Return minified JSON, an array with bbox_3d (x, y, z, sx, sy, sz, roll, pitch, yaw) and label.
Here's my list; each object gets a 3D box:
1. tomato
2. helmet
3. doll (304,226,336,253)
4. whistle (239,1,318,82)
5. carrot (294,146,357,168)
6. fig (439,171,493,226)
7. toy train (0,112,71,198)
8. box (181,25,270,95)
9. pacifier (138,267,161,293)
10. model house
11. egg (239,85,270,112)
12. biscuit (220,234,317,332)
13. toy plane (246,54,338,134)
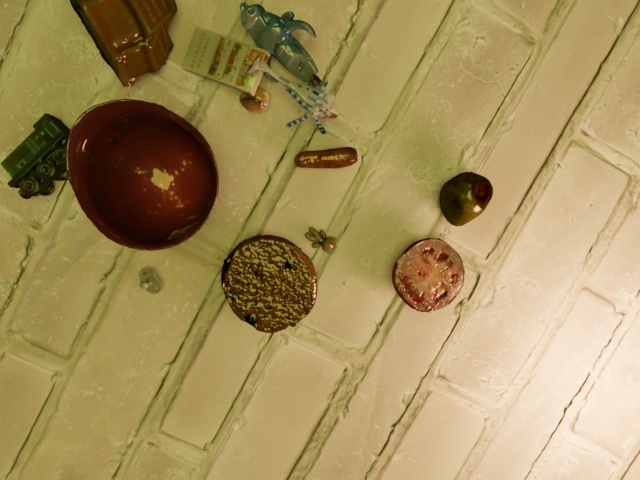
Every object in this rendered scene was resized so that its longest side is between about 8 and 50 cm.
[{"bbox_3d":[0.318,0.099,1.358,0.225,0.085,0.225,-1,95,-7],"label":"tomato"},{"bbox_3d":[-0.429,-0.161,1.180,0.385,0.230,0.337,38,92,0],"label":"helmet"},{"bbox_3d":[0.001,0.000,1.345,0.093,0.051,0.061,33,95,20],"label":"doll"},{"bbox_3d":[-0.115,-0.539,1.226,0.269,0.093,0.180,42,116,-9],"label":"whistle"},{"bbox_3d":[0.016,-0.234,1.298,0.186,0.060,0.060,-7,98,-2],"label":"carrot"},{"bbox_3d":[0.419,-0.121,1.322,0.144,0.154,0.166,8,129,-21],"label":"fig"},{"bbox_3d":[-0.748,-0.219,1.216,0.225,0.090,0.137,-43,92,2],"label":"toy train"},{"bbox_3d":[-0.257,-0.486,1.218,0.220,0.032,0.122,23,94,11],"label":"box"},{"bbox_3d":[-0.499,0.122,1.296,0.068,0.064,0.083,-23,99,16],"label":"pacifier"},{"bbox_3d":[-0.487,-0.577,1.168,0.239,0.173,0.268,-32,131,-13],"label":"model house"},{"bbox_3d":[-0.182,-0.391,1.251,0.083,0.071,0.071,11,97,3],"label":"egg"},{"bbox_3d":[-0.148,0.123,1.322,0.296,0.075,0.296,0,99,0],"label":"biscuit"},{"bbox_3d":[-0.069,-0.404,1.229,0.273,0.182,0.107,17,52,-12],"label":"toy plane"}]
